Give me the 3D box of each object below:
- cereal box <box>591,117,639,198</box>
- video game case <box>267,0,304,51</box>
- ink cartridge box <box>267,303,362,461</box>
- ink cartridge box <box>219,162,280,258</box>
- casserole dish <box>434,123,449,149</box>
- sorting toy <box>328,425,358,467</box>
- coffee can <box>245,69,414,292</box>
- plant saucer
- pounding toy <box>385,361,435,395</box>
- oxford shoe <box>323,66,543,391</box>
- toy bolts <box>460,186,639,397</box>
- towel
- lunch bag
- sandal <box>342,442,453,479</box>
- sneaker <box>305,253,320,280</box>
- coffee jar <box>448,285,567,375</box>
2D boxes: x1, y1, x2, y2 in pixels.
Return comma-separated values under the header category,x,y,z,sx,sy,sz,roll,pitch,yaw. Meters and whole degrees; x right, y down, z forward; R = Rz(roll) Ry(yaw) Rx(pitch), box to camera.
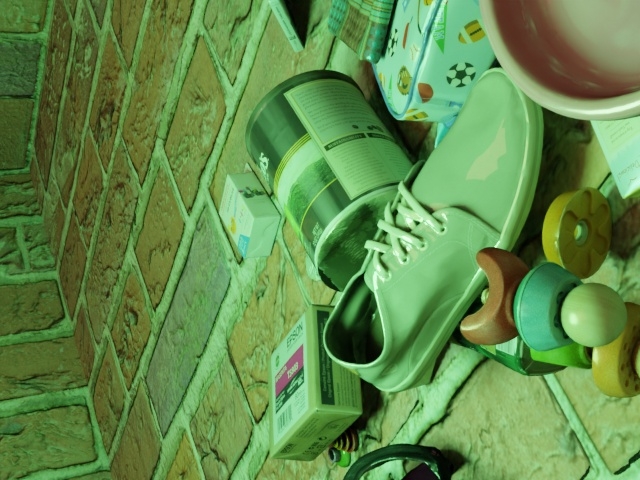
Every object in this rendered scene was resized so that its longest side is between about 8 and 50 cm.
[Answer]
category,x,y,z,sx,sy,sz,roll,pitch,yaw
cereal box,0.335,-0.185,0.955,0.173,0.047,0.240,-43,59,53
video game case,-0.082,-0.441,1.607,0.173,0.022,0.191,51,-160,-69
ink cartridge box,-0.015,0.247,1.608,0.235,0.088,0.193,124,148,-51
ink cartridge box,-0.149,-0.062,1.870,0.181,0.061,0.104,57,142,41
casserole dish,0.211,-0.099,1.218,0.188,0.037,0.114,64,147,34
sorting toy,0.029,0.358,1.646,0.061,0.042,0.102,62,145,35
coffee can,0.031,-0.090,1.381,0.275,0.201,0.202,59,143,37
plant saucer,0.291,-0.280,0.888,0.332,0.084,0.332,8,100,54
pounding toy,0.132,0.140,1.373,0.141,0.100,0.130,98,151,-46
oxford shoe,0.129,-0.001,1.142,0.449,0.130,0.169,-65,32,24
toy bolts,0.278,0.050,0.953,0.158,0.228,0.218,9,90,49
towel,0.078,-0.444,1.265,0.271,0.040,0.370,-114,35,-68
lunch bag,0.157,-0.313,1.173,0.243,0.114,0.303,-100,24,-46
sandal,0.099,0.365,1.406,0.445,0.167,0.107,-33,49,59
sneaker,0.000,0.000,1.630,0.058,0.052,0.135,-15,89,52
coffee jar,0.224,0.107,1.174,0.184,0.096,0.079,21,110,60
